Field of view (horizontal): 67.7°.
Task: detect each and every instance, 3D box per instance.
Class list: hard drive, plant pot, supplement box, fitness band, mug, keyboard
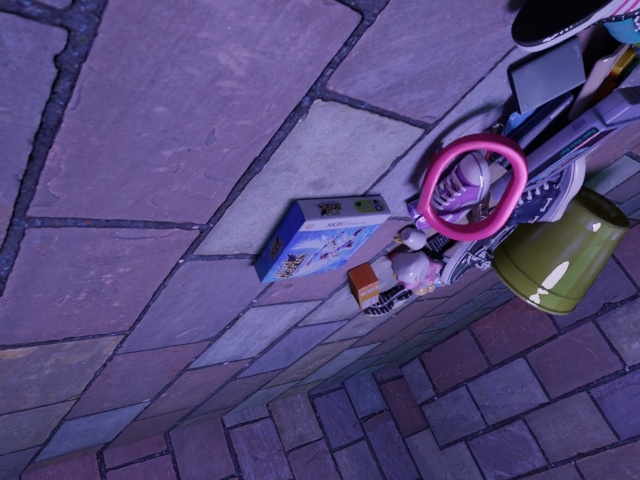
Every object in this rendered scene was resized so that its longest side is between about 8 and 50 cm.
[{"bbox_3d":[0.432,-0.314,0.911,0.135,0.022,0.094,-28,123,6],"label":"hard drive"},{"bbox_3d":[0.841,0.006,1.653,0.367,0.366,0.353,-5,138,-37],"label":"plant pot"},{"bbox_3d":[0.144,0.156,1.577,0.080,0.078,0.233,-25,157,-7],"label":"supplement box"},{"bbox_3d":[0.336,-0.114,1.075,0.209,0.054,0.290,13,136,2],"label":"fitness band"},{"bbox_3d":[0.257,-0.004,1.382,0.064,0.062,0.078,18,126,-46],"label":"mug"},{"bbox_3d":[0.392,0.016,1.593,0.108,0.023,0.180,-30,154,12],"label":"keyboard"}]

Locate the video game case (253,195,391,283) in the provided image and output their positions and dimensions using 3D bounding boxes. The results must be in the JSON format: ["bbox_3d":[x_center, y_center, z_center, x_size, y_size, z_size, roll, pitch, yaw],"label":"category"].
[{"bbox_3d":[0.000,0.000,1.145,0.244,0.061,0.269,-6,150,-34],"label":"video game case"}]

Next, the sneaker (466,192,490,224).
[{"bbox_3d":[0.475,-0.088,1.399,0.066,0.071,0.188,-25,156,1],"label":"sneaker"}]

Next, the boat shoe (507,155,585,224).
[{"bbox_3d":[0.624,-0.153,1.361,0.158,0.127,0.340,-9,145,5],"label":"boat shoe"}]

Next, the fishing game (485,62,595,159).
[{"bbox_3d":[0.464,-0.286,1.030,0.264,0.041,0.189,-33,158,-4],"label":"fishing game"}]

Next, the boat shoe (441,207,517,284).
[{"bbox_3d":[0.520,0.042,1.564,0.306,0.105,0.113,-54,152,16],"label":"boat shoe"}]

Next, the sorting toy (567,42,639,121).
[{"bbox_3d":[0.612,-0.355,0.969,0.208,0.038,0.193,-40,158,-9],"label":"sorting toy"}]

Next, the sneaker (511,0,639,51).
[{"bbox_3d":[0.457,-0.370,0.764,0.296,0.123,0.178,-34,145,16],"label":"sneaker"}]

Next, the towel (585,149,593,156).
[{"bbox_3d":[0.730,-0.242,1.398,0.113,0.023,0.152,-11,155,-23],"label":"towel"}]

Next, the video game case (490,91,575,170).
[{"bbox_3d":[0.512,-0.238,1.123,0.196,0.026,0.274,-43,159,23],"label":"video game case"}]

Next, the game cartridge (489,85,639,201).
[{"bbox_3d":[0.579,-0.214,1.101,0.230,0.068,0.355,-23,166,-38],"label":"game cartridge"}]

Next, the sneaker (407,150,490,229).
[{"bbox_3d":[0.304,-0.103,1.179,0.161,0.102,0.282,-16,154,-13],"label":"sneaker"}]

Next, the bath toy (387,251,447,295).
[{"bbox_3d":[0.322,0.105,1.593,0.348,0.129,0.151,20,94,-60],"label":"bath toy"}]

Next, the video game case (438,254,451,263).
[{"bbox_3d":[0.448,0.101,1.827,0.119,0.015,0.166,-36,154,23],"label":"video game case"}]

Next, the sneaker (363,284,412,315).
[{"bbox_3d":[0.262,0.247,1.869,0.209,0.081,0.094,-20,158,-11],"label":"sneaker"}]
